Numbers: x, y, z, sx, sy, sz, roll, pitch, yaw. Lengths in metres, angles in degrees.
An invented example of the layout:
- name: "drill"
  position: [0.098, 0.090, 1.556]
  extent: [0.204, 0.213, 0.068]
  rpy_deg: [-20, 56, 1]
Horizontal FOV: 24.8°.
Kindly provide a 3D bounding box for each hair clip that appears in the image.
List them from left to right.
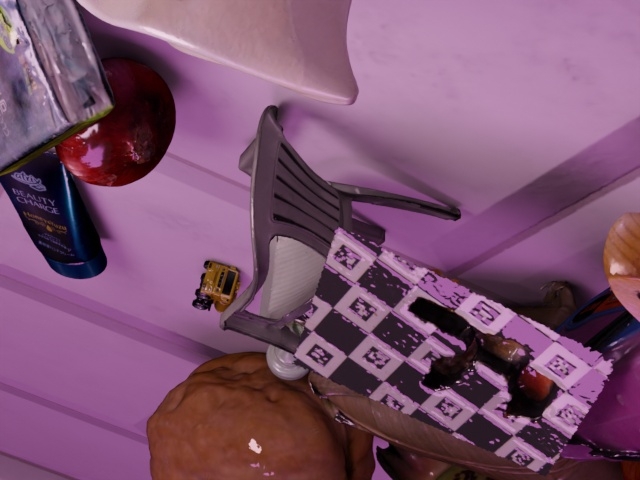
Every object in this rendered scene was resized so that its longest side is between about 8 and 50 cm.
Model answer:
- name: "hair clip"
  position: [-0.078, -0.210, 1.092]
  extent: [0.282, 0.173, 0.113]
  rpy_deg: [12, 169, 44]

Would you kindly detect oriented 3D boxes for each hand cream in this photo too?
- name: "hand cream"
  position: [-0.334, -0.044, 1.798]
  extent: [0.120, 0.061, 0.270]
  rpy_deg: [16, 151, 17]

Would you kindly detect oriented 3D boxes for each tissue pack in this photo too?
- name: "tissue pack"
  position: [-0.288, -0.161, 1.337]
  extent: [0.235, 0.073, 0.173]
  rpy_deg: [-17, 96, 54]

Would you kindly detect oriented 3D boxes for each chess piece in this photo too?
- name: "chess piece"
  position: [-0.040, 0.143, 2.006]
  extent: [0.067, 0.067, 0.103]
  rpy_deg: [15, 149, 4]

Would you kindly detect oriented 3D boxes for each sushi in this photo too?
- name: "sushi"
  position: [0.126, 0.098, 1.377]
  extent: [0.279, 0.043, 0.193]
  rpy_deg: [24, 133, 6]

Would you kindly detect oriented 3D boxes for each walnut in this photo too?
- name: "walnut"
  position: [-0.098, 0.311, 2.149]
  extent: [0.343, 0.306, 0.306]
  rpy_deg: [-2, 151, 31]

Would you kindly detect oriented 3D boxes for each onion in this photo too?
- name: "onion"
  position: [-0.203, -0.113, 1.422]
  extent: [0.131, 0.131, 0.131]
  rpy_deg: [15, 158, 6]

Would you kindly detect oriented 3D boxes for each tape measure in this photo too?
- name: "tape measure"
  position: [0.324, 0.126, 1.435]
  extent: [0.149, 0.245, 0.231]
  rpy_deg: [54, 148, -5]

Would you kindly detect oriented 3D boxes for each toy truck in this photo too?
- name: "toy truck"
  position: [-0.133, 0.062, 1.894]
  extent: [0.054, 0.049, 0.083]
  rpy_deg: [17, 159, -3]

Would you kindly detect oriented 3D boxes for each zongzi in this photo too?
- name: "zongzi"
  position: [0.160, 0.220, 1.786]
  extent: [0.447, 0.181, 0.418]
  rpy_deg: [1, 139, 37]

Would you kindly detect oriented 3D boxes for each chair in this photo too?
- name: "chair"
  position: [0.000, 0.000, 1.470]
  extent: [0.274, 0.203, 0.190]
  rpy_deg: [20, 148, -29]

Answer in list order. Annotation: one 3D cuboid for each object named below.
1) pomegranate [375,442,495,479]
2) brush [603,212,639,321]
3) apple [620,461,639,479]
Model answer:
- name: "pomegranate"
  position: [0.220, 0.422, 2.264]
  extent: [0.340, 0.285, 0.285]
  rpy_deg: [43, 167, 22]
- name: "brush"
  position: [0.371, 0.013, 1.256]
  extent: [0.266, 0.166, 0.174]
  rpy_deg: [24, 159, -15]
- name: "apple"
  position: [0.496, 0.265, 1.621]
  extent: [0.316, 0.288, 0.288]
  rpy_deg: [32, 155, -15]
